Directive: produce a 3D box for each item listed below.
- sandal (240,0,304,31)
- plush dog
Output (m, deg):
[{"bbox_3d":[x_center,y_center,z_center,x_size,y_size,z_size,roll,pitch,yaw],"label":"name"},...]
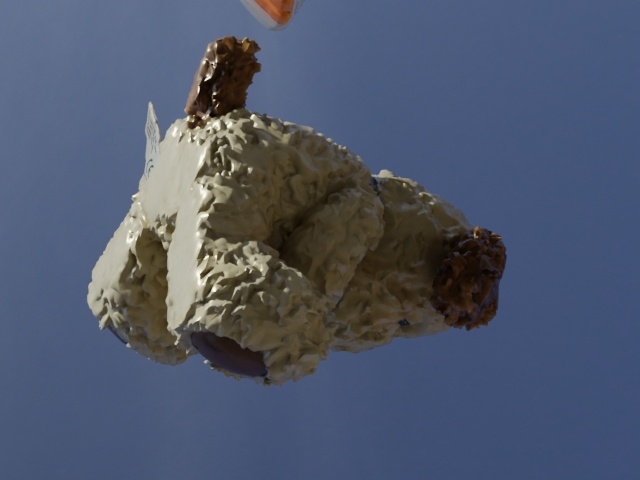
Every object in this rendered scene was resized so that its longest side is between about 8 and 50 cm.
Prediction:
[{"bbox_3d":[-0.020,-0.220,0.971,0.076,0.265,0.102,-36,-97,-16],"label":"sandal"},{"bbox_3d":[0.000,0.000,0.988,0.225,0.262,0.211,19,-99,-25],"label":"plush dog"}]
